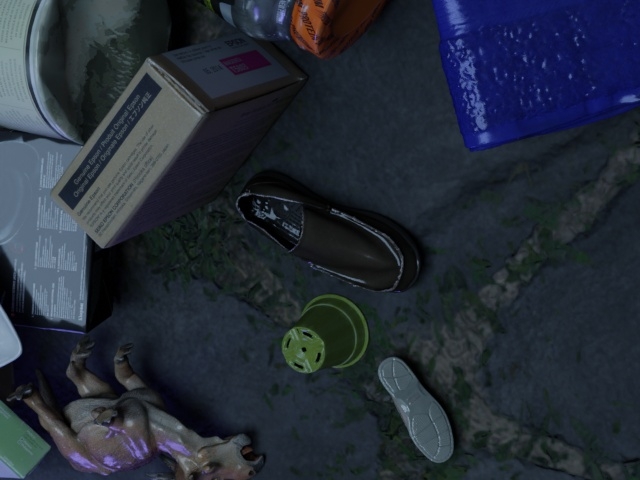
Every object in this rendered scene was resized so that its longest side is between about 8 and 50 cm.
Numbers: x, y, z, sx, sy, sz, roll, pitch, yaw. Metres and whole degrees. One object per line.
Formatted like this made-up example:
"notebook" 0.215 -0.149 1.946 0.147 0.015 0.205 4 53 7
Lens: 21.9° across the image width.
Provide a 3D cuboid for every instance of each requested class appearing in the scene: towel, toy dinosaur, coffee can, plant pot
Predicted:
"towel" 0.206 -0.256 1.555 0.228 0.076 0.308 -15 96 0
"toy dinosaur" -0.232 0.228 1.893 0.296 0.127 0.200 4 131 38
"coffee can" -0.324 -0.216 1.747 0.275 0.201 0.201 13 108 35
"plant pot" -0.002 0.106 1.765 0.083 0.079 0.083 6 104 25

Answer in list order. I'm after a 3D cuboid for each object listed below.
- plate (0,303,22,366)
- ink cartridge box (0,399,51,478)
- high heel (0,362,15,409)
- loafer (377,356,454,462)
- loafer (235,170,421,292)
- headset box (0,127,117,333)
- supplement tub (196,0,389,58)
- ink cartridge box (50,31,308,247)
"plate" -0.493 0.053 1.799 0.277 0.045 0.278 -26 97 14
"ink cartridge box" -0.427 0.211 1.957 0.171 0.056 0.235 45 157 -13
"high heel" -0.477 0.119 2.008 0.186 0.093 0.261 -35 87 38
"loafer" 0.102 0.178 1.761 0.045 0.039 0.125 -31 91 -4
"loafer" 0.000 0.000 1.738 0.220 0.078 0.080 24 112 20
"headset box" -0.379 -0.026 1.848 0.293 0.110 0.218 6 99 8
"supplement tub" -0.086 -0.335 1.626 0.338 0.207 0.207 36 115 14
"ink cartridge box" -0.141 -0.108 1.692 0.088 0.235 0.193 44 116 10
